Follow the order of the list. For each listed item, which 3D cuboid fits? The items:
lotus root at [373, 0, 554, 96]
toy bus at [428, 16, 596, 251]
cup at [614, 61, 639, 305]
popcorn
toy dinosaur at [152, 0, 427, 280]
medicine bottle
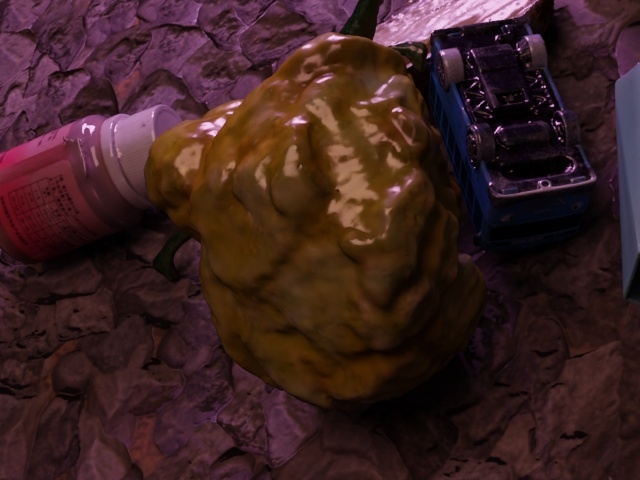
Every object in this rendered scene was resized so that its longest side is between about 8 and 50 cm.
[{"bbox_3d":[0.117,-0.202,1.764,0.329,0.078,0.167,-24,29,20],"label":"lotus root"},{"bbox_3d":[0.188,-0.103,1.609,0.116,0.134,0.234,-9,52,-9],"label":"toy bus"},{"bbox_3d":[0.344,-0.062,1.489,0.148,0.134,0.236,-13,54,21],"label":"cup"},{"bbox_3d":[-0.002,-0.002,1.528,0.292,0.293,0.334,-22,81,4],"label":"popcorn"},{"bbox_3d":[-0.042,-0.135,1.699,0.300,0.447,0.087,10,28,16],"label":"toy dinosaur"},{"bbox_3d":[-0.273,-0.071,1.876,0.247,0.147,0.147,-20,53,20],"label":"medicine bottle"}]
